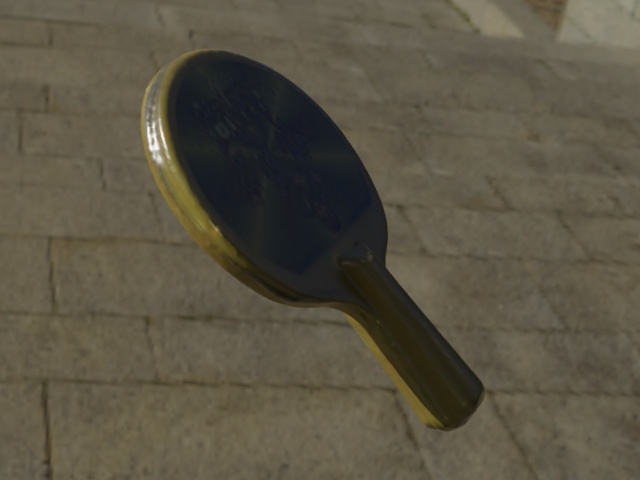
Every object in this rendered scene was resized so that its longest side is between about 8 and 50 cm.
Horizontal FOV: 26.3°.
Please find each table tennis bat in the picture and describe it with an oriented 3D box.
[{"bbox_3d":[0.000,0.000,0.944,0.321,0.050,0.198,51,35,0],"label":"table tennis bat"}]
